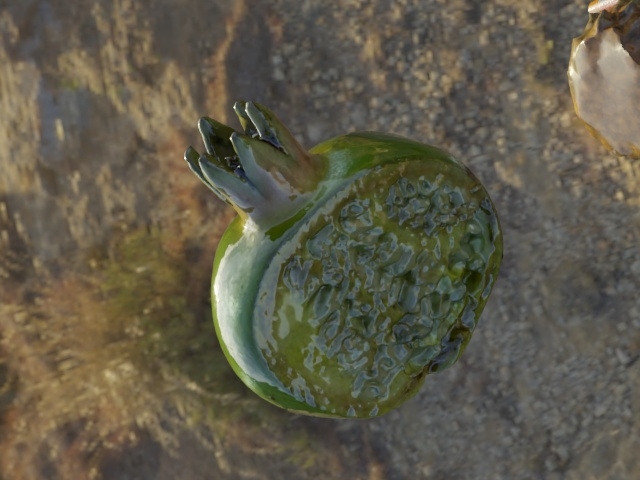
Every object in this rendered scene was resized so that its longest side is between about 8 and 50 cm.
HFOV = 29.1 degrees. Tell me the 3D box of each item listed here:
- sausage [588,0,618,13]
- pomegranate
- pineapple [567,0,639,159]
[{"bbox_3d":[0.504,-0.412,2.134,0.107,0.031,0.031,172,85,-69],"label":"sausage"},{"bbox_3d":[0.000,0.000,1.257,0.358,0.310,0.216,47,177,-22],"label":"pomegranate"},{"bbox_3d":[0.296,-0.158,0.824,0.119,0.277,0.130,34,146,47],"label":"pineapple"}]
